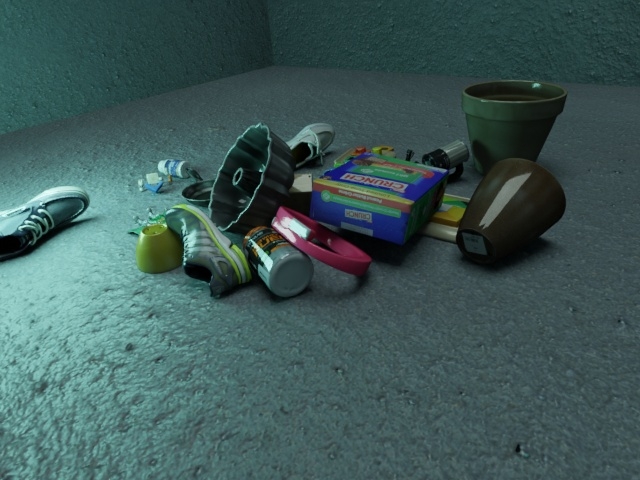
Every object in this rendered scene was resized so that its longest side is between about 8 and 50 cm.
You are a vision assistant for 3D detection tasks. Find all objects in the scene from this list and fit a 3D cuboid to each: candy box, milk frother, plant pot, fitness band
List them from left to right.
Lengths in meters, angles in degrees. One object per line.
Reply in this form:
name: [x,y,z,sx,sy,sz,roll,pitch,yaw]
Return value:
plant pot: [-0.427,0.011,1.213,0.134,0.095,0.134,-3,29,1]
fitness band: [0.000,0.000,1.120,0.209,0.054,0.291,23,10,-38]
candy box: [0.165,-0.127,1.235,0.268,0.122,0.317,18,32,25]
milk frother: [0.409,-0.275,1.571,0.135,0.129,0.143,-26,41,-13]
plant pot: [0.444,-0.053,1.136,0.230,0.215,0.215,-40,43,-25]
plant pot: [0.640,-0.375,1.573,0.323,0.280,0.323,-3,29,1]

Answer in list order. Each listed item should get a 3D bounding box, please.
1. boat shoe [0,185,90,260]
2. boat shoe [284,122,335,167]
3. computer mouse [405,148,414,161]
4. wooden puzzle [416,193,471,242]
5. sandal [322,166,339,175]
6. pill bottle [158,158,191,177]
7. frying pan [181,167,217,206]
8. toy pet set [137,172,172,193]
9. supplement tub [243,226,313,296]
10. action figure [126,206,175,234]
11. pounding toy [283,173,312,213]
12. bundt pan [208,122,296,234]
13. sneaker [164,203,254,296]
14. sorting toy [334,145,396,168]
boat shoe: [-0.843,-0.043,1.356,0.341,0.127,0.158,-29,44,-24]
boat shoe: [-0.049,-0.350,1.764,0.367,0.135,0.156,-30,38,-33]
computer mouse: [0.314,-0.223,1.536,0.042,0.106,0.193,11,28,-24]
wooden puzzle: [0.351,-0.083,1.333,0.221,0.044,0.239,17,36,32]
sandal: [0.129,-0.203,1.501,0.318,0.126,0.138,-8,26,-9]
pill bottle: [-0.564,-0.279,1.770,0.120,0.067,0.067,11,33,25]
frying pan: [-0.423,-0.180,1.595,0.326,0.053,0.197,14,34,33]
toy pet set: [-0.595,-0.199,1.666,0.122,0.065,0.114,-13,-4,-21]
supplement tub: [-0.109,0.043,1.095,0.117,0.117,0.190,-19,33,-25]
action figure: [-0.466,-0.051,1.336,0.232,0.063,0.137,13,44,45]
pounding toy: [-0.085,-0.144,1.422,0.130,0.141,0.100,-2,58,3]
bundt pan: [-0.187,-0.160,1.316,0.124,0.330,0.331,23,13,-35]
sneaker: [-0.299,0.018,1.121,0.300,0.111,0.121,37,55,26]
sorting toy: [0.176,-0.330,1.788,0.196,0.047,0.348,11,33,25]
